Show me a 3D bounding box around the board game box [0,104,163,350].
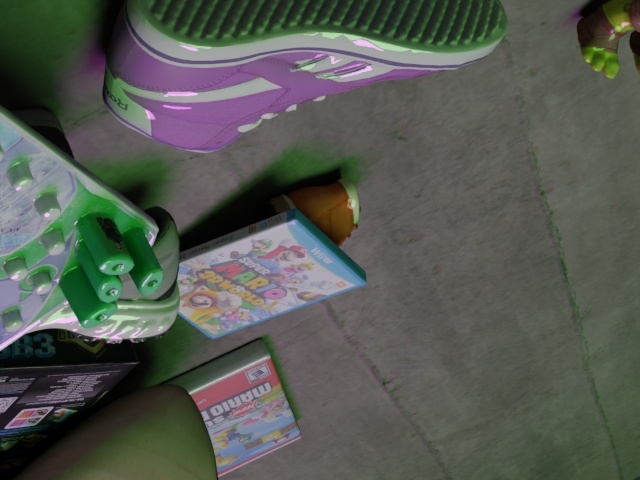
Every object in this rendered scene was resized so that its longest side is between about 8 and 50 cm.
[{"bbox_3d":[-0.326,0.053,0.918,0.390,0.050,0.390,-34,152,7],"label":"board game box"}]

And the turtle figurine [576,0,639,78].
[{"bbox_3d":[0.307,-0.214,1.268,0.269,0.087,0.217,-14,161,-45],"label":"turtle figurine"}]

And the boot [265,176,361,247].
[{"bbox_3d":[0.000,0.000,1.421,0.084,0.059,0.158,-26,155,-14],"label":"boot"}]

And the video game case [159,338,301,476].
[{"bbox_3d":[-0.132,0.208,1.734,0.204,0.025,0.285,-25,156,-5],"label":"video game case"}]

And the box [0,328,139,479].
[{"bbox_3d":[-0.352,0.154,1.339,0.295,0.073,0.293,0,149,-43],"label":"box"}]

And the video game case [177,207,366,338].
[{"bbox_3d":[-0.060,0.032,1.377,0.166,0.015,0.119,-21,140,24],"label":"video game case"}]

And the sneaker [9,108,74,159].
[{"bbox_3d":[-0.261,-0.012,1.058,0.222,0.118,0.083,-17,154,-22],"label":"sneaker"}]

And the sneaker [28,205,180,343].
[{"bbox_3d":[-0.232,0.021,1.209,0.271,0.100,0.108,-6,122,-31],"label":"sneaker"}]

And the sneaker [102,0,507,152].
[{"bbox_3d":[-0.018,-0.131,1.108,0.282,0.102,0.161,-3,151,-23],"label":"sneaker"}]

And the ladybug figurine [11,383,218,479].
[{"bbox_3d":[-0.253,0.317,1.516,0.449,0.162,0.305,-44,172,30],"label":"ladybug figurine"}]
